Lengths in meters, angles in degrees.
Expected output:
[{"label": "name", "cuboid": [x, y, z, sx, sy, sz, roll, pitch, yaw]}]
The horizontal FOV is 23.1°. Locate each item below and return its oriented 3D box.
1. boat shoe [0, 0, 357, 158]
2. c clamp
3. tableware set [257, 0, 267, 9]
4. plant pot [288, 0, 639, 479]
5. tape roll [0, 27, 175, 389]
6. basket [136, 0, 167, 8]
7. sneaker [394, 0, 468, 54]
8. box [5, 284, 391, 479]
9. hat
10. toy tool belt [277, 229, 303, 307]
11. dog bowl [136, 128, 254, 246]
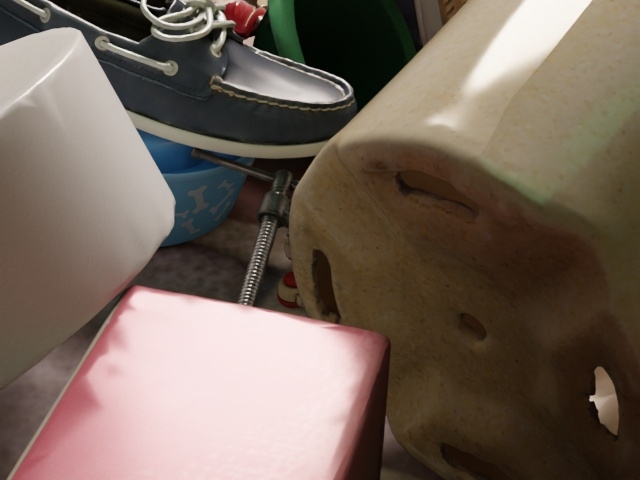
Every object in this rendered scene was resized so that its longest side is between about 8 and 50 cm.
[{"label": "boat shoe", "cuboid": [-0.097, -0.116, 0.947, 0.254, 0.079, 0.095, 16, 25, 4]}, {"label": "c clamp", "cuboid": [-0.020, 0.026, 0.894, 0.137, 0.022, 0.161, 11, 55, -3]}, {"label": "tableware set", "cuboid": [0.028, -0.230, 1.329, 0.194, 0.039, 0.128, -7, 46, -7]}, {"label": "plant pot", "cuboid": [0.163, -0.029, 0.812, 0.334, 0.334, 0.305, 28, 51, 32]}, {"label": "tape roll", "cuboid": [-0.216, 0.009, 0.751, 0.286, 0.100, 0.286, -25, 19, 10]}, {"label": "basket", "cuboid": [-0.139, -0.226, 1.100, 0.227, 0.154, 0.204, -24, 20, 25]}, {"label": "sneaker", "cuboid": [0.039, -0.249, 1.150, 0.153, 0.282, 0.099, 17, 49, 31]}, {"label": "box", "cuboid": [-0.058, 0.147, 0.628, 0.126, 0.149, 0.232, 10, 33, 9]}, {"label": "hat", "cuboid": [-0.043, -0.110, 1.123, 0.183, 0.173, 0.208, -19, 13, 31]}, {"label": "toy tool belt", "cuboid": [0.000, 0.000, 0.952, 0.052, 0.051, 0.083, 20, 36, 24]}, {"label": "dog bowl", "cuboid": [-0.182, -0.074, 1.002, 0.297, 0.074, 0.166, 9, 38, -3]}]
